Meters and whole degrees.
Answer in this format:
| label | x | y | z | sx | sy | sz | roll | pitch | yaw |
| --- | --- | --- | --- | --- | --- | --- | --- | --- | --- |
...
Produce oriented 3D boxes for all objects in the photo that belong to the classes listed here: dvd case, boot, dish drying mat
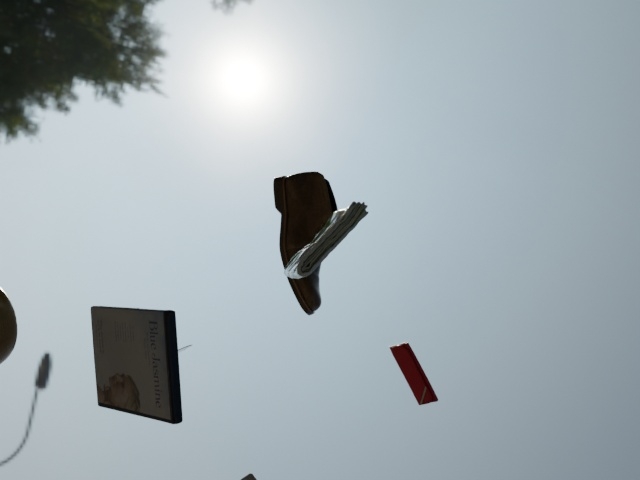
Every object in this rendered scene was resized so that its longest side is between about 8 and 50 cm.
| label | x | y | z | sx | sy | sz | roll | pitch | yaw |
| --- | --- | --- | --- | --- | --- | --- | --- | --- | --- |
| dvd case | -0.311 | 0.202 | 1.476 | 0.253 | 0.022 | 0.180 | -2 | -88 | 48 |
| boot | -0.018 | -0.002 | 1.784 | 0.115 | 0.112 | 0.305 | -12 | -111 | 11 |
| dish drying mat | 0.115 | 0.166 | 1.097 | 0.032 | 0.008 | 0.083 | -22 | -81 | 45 |

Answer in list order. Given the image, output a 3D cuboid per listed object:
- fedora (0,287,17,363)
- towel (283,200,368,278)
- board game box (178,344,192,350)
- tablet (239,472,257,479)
| label | x | y | z | sx | sy | sz | roll | pitch | yaw |
| --- | --- | --- | --- | --- | --- | --- | --- | --- | --- |
| fedora | -0.404 | 0.095 | 1.004 | 0.194 | 0.079 | 0.194 | 11 | -67 | 29 |
| towel | 0.000 | 0.000 | 1.066 | 0.113 | 0.023 | 0.152 | -46 | -174 | -9 |
| board game box | -0.317 | 0.249 | 1.700 | 0.033 | 0.169 | 0.133 | 65 | -28 | 5 |
| tablet | -0.102 | 0.347 | 1.193 | 0.006 | 0.054 | 0.083 | 61 | -14 | -22 |
